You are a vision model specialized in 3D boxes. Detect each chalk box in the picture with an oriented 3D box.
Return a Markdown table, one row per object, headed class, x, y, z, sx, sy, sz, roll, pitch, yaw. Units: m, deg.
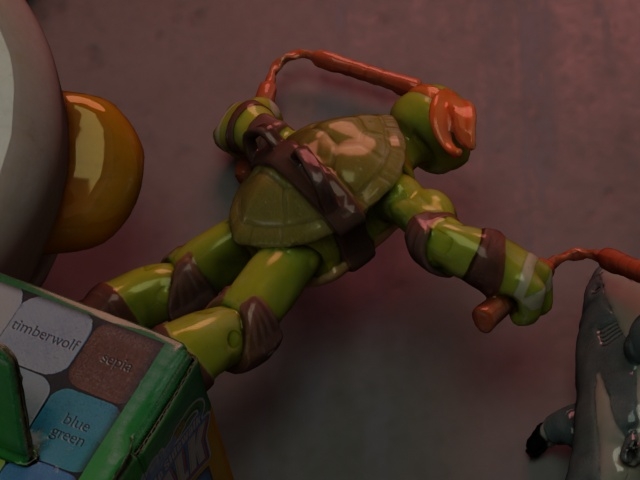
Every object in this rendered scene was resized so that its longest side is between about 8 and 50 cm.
| class | x | y | z | sx | sy | sz | roll | pitch | yaw |
| --- | --- | --- | --- | --- | --- | --- | --- | --- | --- |
| chalk box | -0.121 | 0.099 | 0.729 | 0.132 | 0.213 | 0.132 | 19 | 59 | 22 |

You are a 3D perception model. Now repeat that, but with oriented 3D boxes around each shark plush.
| class | x | y | z | sx | sy | sz | roll | pitch | yaw |
| --- | --- | --- | --- | --- | --- | --- | --- | --- | --- |
| shark plush | 0.117 | 0.085 | 0.821 | 0.067 | 0.073 | 0.161 | 9 | 75 | 38 |

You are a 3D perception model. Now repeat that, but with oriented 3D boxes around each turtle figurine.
| class | x | y | z | sx | sy | sz | roll | pitch | yaw |
| --- | --- | --- | --- | --- | --- | --- | --- | --- | --- |
| turtle figurine | 0.000 | 0.000 | 0.840 | 0.217 | 0.087 | 0.269 | -40 | 45 | -14 |

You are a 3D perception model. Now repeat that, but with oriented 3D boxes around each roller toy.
| class | x | y | z | sx | sy | sz | roll | pitch | yaw |
| --- | --- | --- | --- | --- | --- | --- | --- | --- | --- |
| roller toy | -0.201 | -0.037 | 0.853 | 0.209 | 0.146 | 0.191 | -38 | 82 | -11 |
